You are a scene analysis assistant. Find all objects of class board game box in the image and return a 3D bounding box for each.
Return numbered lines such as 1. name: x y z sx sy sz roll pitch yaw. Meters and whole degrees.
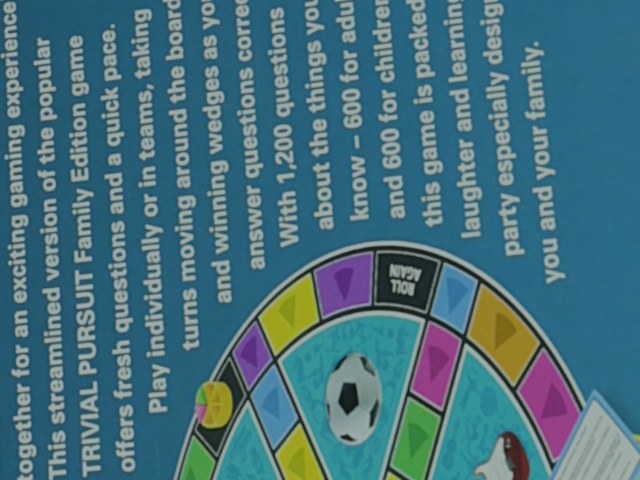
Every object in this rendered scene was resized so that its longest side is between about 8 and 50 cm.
1. board game box: 0.000 0.000 0.358 0.336 0.079 0.254 -6 78 14
